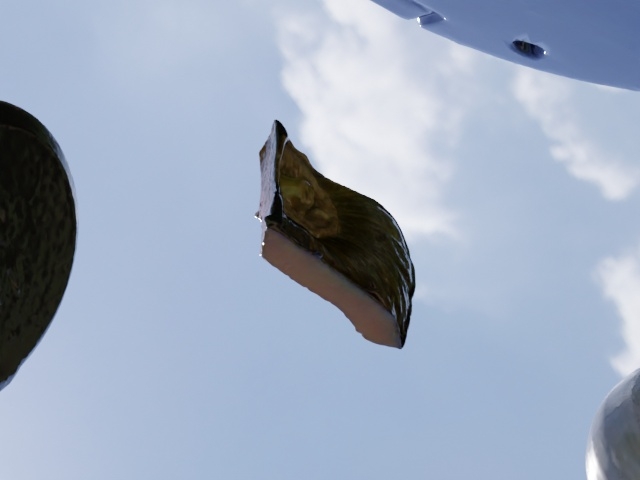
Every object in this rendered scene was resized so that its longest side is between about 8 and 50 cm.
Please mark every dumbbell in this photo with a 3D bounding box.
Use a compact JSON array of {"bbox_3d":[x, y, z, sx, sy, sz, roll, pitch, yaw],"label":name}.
[{"bbox_3d":[-0.242,-0.014,0.711,0.152,0.218,0.152,-32,-49,-48],"label":"dumbbell"}]

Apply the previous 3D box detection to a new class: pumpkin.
[{"bbox_3d":[0.001,0.002,0.596,0.101,0.035,0.073,41,-155,-35],"label":"pumpkin"}]

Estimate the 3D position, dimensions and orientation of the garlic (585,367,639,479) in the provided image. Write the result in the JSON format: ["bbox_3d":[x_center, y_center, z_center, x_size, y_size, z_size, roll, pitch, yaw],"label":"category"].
[{"bbox_3d":[0.269,0.144,0.707,0.245,0.245,0.253,17,-141,-44],"label":"garlic"}]

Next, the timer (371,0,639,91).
[{"bbox_3d":[0.141,-0.203,0.675,0.395,0.395,0.173,28,-104,-37],"label":"timer"}]
